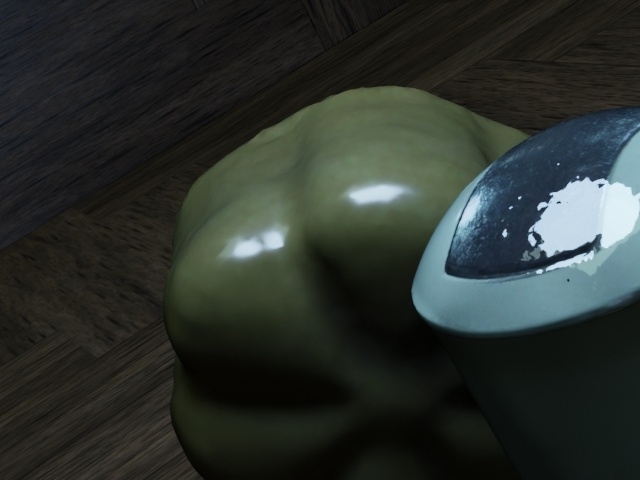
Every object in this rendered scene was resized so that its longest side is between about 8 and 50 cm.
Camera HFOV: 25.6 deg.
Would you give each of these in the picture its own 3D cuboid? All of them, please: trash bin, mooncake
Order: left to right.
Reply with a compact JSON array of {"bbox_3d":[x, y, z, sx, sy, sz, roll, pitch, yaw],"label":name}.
[{"bbox_3d":[0.069,0.092,1.370,0.467,0.467,0.262,-23,29,12],"label":"mooncake"},{"bbox_3d":[0.259,0.111,1.071,0.280,0.432,0.280,-25,19,9],"label":"trash bin"}]
